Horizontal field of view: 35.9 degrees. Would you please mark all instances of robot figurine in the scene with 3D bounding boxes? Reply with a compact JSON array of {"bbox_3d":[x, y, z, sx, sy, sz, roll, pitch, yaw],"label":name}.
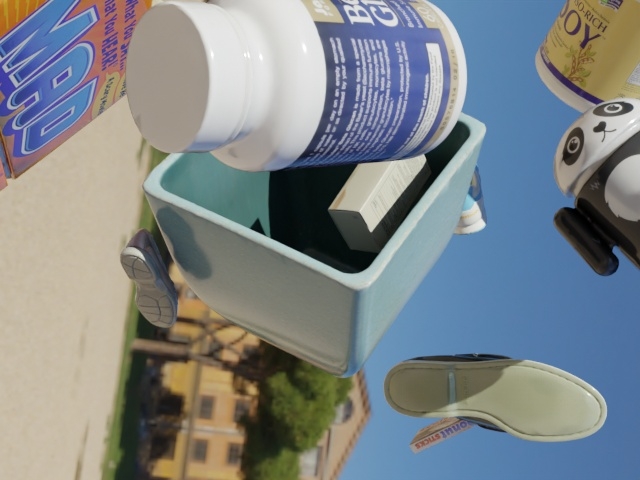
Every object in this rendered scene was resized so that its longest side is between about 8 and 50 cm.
[{"bbox_3d":[0.436,-0.063,1.296,0.278,0.209,0.173,49,-39,18],"label":"robot figurine"}]

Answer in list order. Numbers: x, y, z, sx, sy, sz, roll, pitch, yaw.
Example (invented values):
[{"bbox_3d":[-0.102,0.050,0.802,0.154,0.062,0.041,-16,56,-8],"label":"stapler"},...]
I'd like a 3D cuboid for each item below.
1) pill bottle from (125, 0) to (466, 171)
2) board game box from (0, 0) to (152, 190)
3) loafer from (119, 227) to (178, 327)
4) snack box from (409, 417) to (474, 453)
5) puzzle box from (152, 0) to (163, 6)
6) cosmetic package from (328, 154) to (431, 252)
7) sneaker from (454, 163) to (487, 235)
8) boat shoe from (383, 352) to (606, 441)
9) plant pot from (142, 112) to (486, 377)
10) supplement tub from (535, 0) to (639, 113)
[{"bbox_3d":[-0.010,-0.084,0.508,0.094,0.169,0.094,10,-76,45],"label":"pill bottle"},{"bbox_3d":[-0.388,-0.227,0.815,0.356,0.356,0.356,-41,178,-18],"label":"board game box"},{"bbox_3d":[-0.167,0.039,0.997,0.125,0.045,0.039,79,22,-49],"label":"loafer"},{"bbox_3d":[0.235,0.309,1.679,0.178,0.022,0.064,-32,180,26],"label":"snack box"},{"bbox_3d":[-0.125,-0.192,1.574,0.272,0.052,0.409,45,-3,29],"label":"puzzle box"},{"bbox_3d":[0.060,-0.049,0.971,0.115,0.041,0.060,-55,133,-31],"label":"cosmetic package"},{"bbox_3d":[0.229,-0.113,1.667,0.229,0.087,0.092,-102,174,-51],"label":"sneaker"},{"bbox_3d":[0.277,0.240,1.566,0.113,0.340,0.127,-18,107,-73],"label":"boat shoe"},{"bbox_3d":[0.000,0.000,1.031,0.247,0.248,0.252,-50,154,-34],"label":"plant pot"},{"bbox_3d":[0.568,-0.405,1.794,0.241,0.241,0.331,-91,-159,-48],"label":"supplement tub"}]
